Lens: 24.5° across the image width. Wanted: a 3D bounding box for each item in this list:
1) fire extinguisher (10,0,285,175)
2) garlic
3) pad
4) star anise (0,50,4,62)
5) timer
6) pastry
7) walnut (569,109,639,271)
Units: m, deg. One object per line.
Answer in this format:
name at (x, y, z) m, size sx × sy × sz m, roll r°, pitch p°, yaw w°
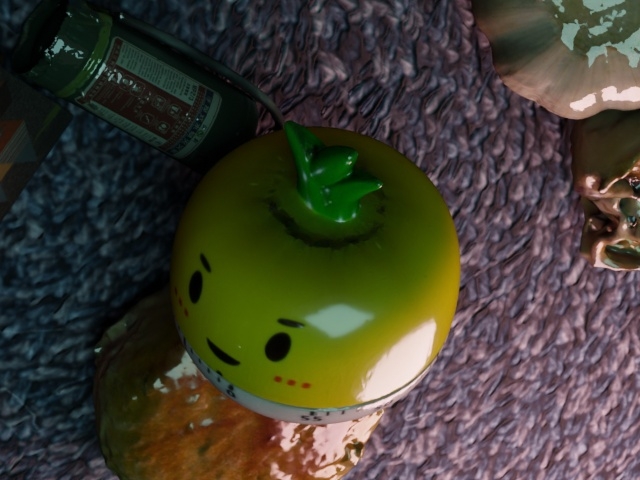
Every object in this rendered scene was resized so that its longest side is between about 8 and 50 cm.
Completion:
fire extinguisher at (-0.134, -0.125, 1.357) m, size 0.294 × 0.093 × 0.118 m, roll 28°, pitch 108°, yaw -30°
garlic at (0.256, -0.226, 1.415) m, size 0.228 × 0.152 × 0.227 m, roll 2°, pitch 106°, yaw 8°
pad at (-0.299, -0.081, 1.282) m, size 0.143 × 0.003 × 0.211 m, roll -55°, pitch 160°, yaw 0°
star anise at (-0.363, -0.132, 1.238) m, size 0.126 × 0.190 × 0.220 m, roll 33°, pitch 106°, yaw 10°
timer at (0.000, 0.000, 1.276) m, size 0.285 × 0.285 × 0.285 m, roll -9°, pitch 119°, yaw -16°
pastry at (-0.074, 0.161, 1.504) m, size 0.330 × 0.136 × 0.329 m, roll -10°, pitch 119°, yaw -18°
walnut at (0.354, -0.080, 1.530) m, size 0.204 × 0.141 × 0.238 m, roll -17°, pitch 148°, yaw 3°
